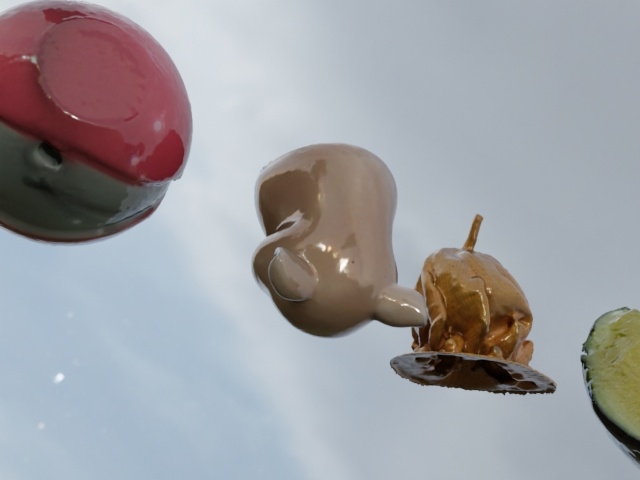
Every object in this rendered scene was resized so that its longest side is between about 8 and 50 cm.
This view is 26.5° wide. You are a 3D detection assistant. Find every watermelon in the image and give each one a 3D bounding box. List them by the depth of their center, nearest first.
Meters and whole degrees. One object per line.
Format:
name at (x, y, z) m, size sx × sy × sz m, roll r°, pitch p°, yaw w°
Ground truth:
watermelon at (0.343, 0.167, 1.320) m, size 0.123 × 0.129 × 0.301 m, roll 46°, pitch 2°, yaw -35°

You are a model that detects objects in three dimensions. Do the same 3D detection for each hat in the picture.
hat at (0.217, 0.075, 1.858) m, size 0.244 × 0.233 × 0.233 m, roll 8°, pitch -17°, yaw -9°

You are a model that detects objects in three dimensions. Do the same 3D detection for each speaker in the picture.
speaker at (-0.298, -0.127, 1.578) m, size 0.294 × 0.294 × 0.294 m, roll 29°, pitch -32°, yaw 21°

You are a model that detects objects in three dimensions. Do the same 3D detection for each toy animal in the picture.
toy animal at (-0.001, 0.004, 1.620) m, size 0.195 × 0.256 × 0.213 m, roll 15°, pitch -34°, yaw -21°
